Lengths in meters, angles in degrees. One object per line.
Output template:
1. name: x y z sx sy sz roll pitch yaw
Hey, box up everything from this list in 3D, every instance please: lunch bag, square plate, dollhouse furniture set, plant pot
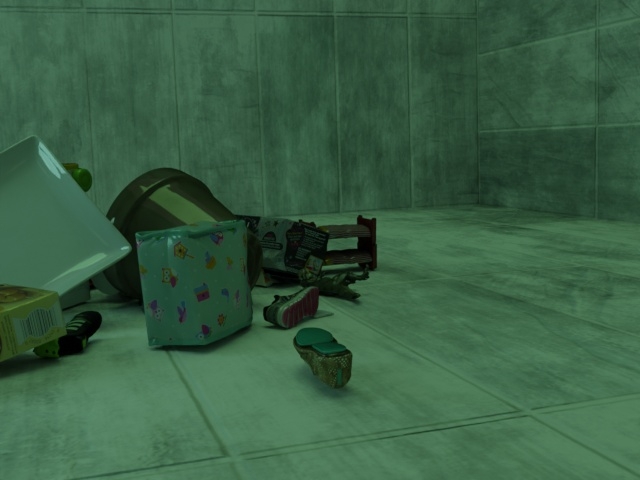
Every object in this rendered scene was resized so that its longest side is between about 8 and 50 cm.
1. lunch bag: -0.222 0.074 1.570 0.160 0.223 0.262 -5 4 26
2. square plate: -0.628 -0.006 1.659 0.347 0.344 0.049 -37 -11 -26
3. dollhouse furniture set: 0.000 0.000 2.419 0.201 0.152 0.374 -5 7 -22
4. plant pot: -0.294 0.022 1.870 0.280 0.323 0.323 22 19 33

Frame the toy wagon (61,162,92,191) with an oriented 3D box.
1. toy wagon: -0.675 -0.146 1.914 0.267 0.068 0.344 1 9 22

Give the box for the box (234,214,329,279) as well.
1. box: -0.126 0.016 2.189 0.163 0.142 0.247 19 -10 -42

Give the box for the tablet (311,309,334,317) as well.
1. tablet: -0.016 0.155 1.749 0.054 0.006 0.083 -7 9 -37

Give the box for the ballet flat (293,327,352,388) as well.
1. ballet flat: 0.001 0.184 1.256 0.073 0.067 0.206 -6 5 -9

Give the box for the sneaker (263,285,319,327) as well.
1. sneaker: -0.062 0.133 1.683 0.075 0.063 0.170 6 18 27

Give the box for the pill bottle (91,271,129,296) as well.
1. pill bottle: -0.460 0.059 2.071 0.152 0.152 0.272 1 7 21

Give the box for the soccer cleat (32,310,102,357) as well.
1. soccer cleat: -0.454 0.179 1.506 0.072 0.060 0.179 11 18 20

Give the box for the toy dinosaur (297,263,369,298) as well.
1. toy dinosaur: 0.053 0.102 1.955 0.118 0.064 0.268 -23 17 -30

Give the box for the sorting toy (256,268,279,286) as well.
1. sorting toy: -0.149 0.101 2.140 0.083 0.045 0.075 4 -10 42

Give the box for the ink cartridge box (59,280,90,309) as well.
1. ink cartridge box: -0.686 0.028 1.907 0.198 0.270 0.197 0 9 19

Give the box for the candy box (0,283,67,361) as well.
1. candy box: -0.612 0.164 1.348 0.183 0.087 0.316 3 17 39

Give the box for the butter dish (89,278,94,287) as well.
1. butter dish: -0.666 0.069 2.188 0.160 0.118 0.160 2 9 27
